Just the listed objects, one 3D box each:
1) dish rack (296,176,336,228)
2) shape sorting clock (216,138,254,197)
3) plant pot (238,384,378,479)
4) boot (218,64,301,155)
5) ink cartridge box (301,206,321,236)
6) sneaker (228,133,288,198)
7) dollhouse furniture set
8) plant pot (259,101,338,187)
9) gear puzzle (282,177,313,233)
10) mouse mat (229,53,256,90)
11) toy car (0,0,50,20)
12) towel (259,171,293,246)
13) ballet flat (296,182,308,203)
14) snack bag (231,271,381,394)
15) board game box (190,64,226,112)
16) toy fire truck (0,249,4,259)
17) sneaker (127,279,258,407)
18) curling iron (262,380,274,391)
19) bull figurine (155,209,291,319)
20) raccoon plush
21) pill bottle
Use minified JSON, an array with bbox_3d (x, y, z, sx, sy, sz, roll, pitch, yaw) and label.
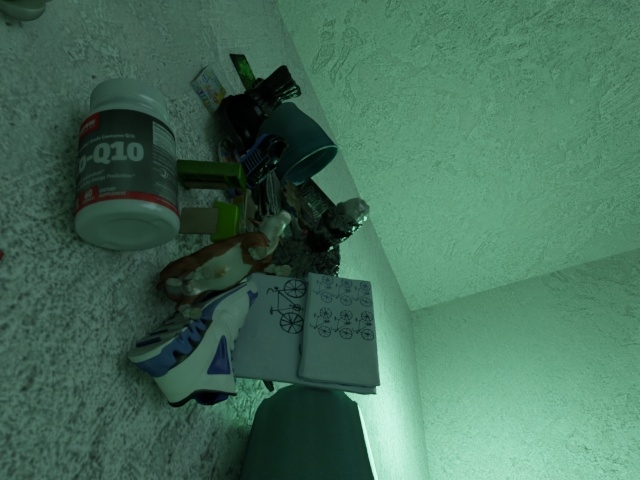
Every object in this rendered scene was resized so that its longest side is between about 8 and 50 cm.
[{"bbox_3d":[0.004,-0.089,1.401,0.208,0.074,0.271,44,17,-23],"label":"dish rack"},{"bbox_3d":[-0.261,-0.223,1.278,0.206,0.040,0.206,-19,90,-73],"label":"shape sorting clock"},{"bbox_3d":[-0.022,0.492,0.794,0.334,0.341,0.341,-92,157,-63],"label":"plant pot"},{"bbox_3d":[-0.182,-0.427,1.292,0.347,0.260,0.131,-105,170,-46],"label":"boot"},{"bbox_3d":[-0.015,-0.005,1.601,0.237,0.100,0.171,-81,173,-58],"label":"ink cartridge box"},{"bbox_3d":[-0.182,-0.217,1.194,0.081,0.091,0.232,43,72,-49],"label":"sneaker"},{"bbox_3d":[-0.262,-0.055,1.053,0.301,0.152,0.197,91,1,-76],"label":"dollhouse furniture set"},{"bbox_3d":[-0.110,-0.387,1.588,0.255,0.272,0.272,57,16,7],"label":"plant pot"},{"bbox_3d":[-0.092,-0.138,1.480,0.175,0.044,0.339,52,12,-23],"label":"gear puzzle"},{"bbox_3d":[-0.315,-0.708,1.704,0.189,0.007,0.152,-71,138,-65],"label":"mouse mat"},{"bbox_3d":[-0.510,-0.473,0.658,0.136,0.159,0.181,17,47,-25],"label":"toy car"},{"bbox_3d":[-0.140,-0.102,1.384,0.324,0.056,0.312,70,10,-53],"label":"towel"},{"bbox_3d":[-0.066,-0.195,1.751,0.095,0.096,0.280,61,19,-24],"label":"ballet flat"},{"bbox_3d":[-0.035,0.196,0.968,0.323,0.343,0.037,-86,-175,-49],"label":"snack bag"},{"bbox_3d":[-0.356,-0.488,1.300,0.103,0.026,0.154,58,21,-35],"label":"board game box"},{"bbox_3d":[-0.449,0.032,0.411,0.192,0.047,0.135,-83,150,-55],"label":"toy fire truck"},{"bbox_3d":[-0.223,0.216,0.806,0.182,0.128,0.315,70,24,-12],"label":"sneaker"},{"bbox_3d":[-0.184,0.260,0.995,0.273,0.035,0.068,65,22,-14],"label":"curling iron"},{"bbox_3d":[-0.171,0.041,0.813,0.188,0.311,0.101,21,-43,62],"label":"bull figurine"},{"bbox_3d":[0.048,0.096,1.246,0.299,0.447,0.216,27,42,-43],"label":"raccoon plush"},{"bbox_3d":[-0.343,-0.139,0.728,0.161,0.161,0.283,38,36,-60],"label":"pill bottle"}]
